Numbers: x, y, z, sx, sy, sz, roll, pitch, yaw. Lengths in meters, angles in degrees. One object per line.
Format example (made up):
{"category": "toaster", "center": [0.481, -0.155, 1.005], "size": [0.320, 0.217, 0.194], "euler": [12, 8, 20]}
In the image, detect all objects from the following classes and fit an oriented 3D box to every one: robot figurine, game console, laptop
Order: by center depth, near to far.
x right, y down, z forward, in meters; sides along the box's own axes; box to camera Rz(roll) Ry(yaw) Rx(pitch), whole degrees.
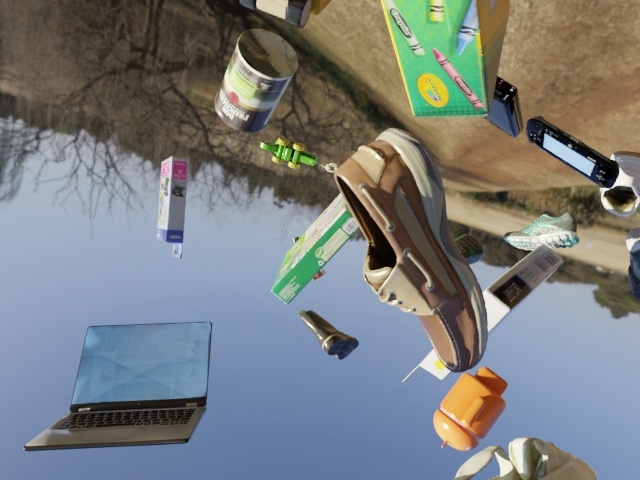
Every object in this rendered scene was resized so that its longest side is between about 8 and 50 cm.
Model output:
{"category": "game console", "center": [0.433, -0.226, 1.054], "size": [0.361, 0.044, 0.213], "euler": [42, -170, 25]}
{"category": "robot figurine", "center": [0.363, 0.415, 1.277], "size": [0.128, 0.219, 0.158], "euler": [42, 173, -20]}
{"category": "laptop", "center": [-0.511, 0.371, 1.415], "size": [0.382, 0.236, 0.408], "euler": [-2, 179, -3]}

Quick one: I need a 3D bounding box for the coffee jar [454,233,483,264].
{"category": "coffee jar", "center": [0.417, 0.045, 1.633], "size": [0.184, 0.079, 0.096], "euler": [-17, -126, -37]}

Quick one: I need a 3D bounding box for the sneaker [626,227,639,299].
{"category": "sneaker", "center": [0.772, 0.091, 1.175], "size": [0.101, 0.153, 0.268], "euler": [-11, -150, 14]}

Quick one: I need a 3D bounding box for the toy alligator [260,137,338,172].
{"category": "toy alligator", "center": [-0.049, -0.202, 1.241], "size": [0.190, 0.056, 0.051], "euler": [17, -155, -5]}

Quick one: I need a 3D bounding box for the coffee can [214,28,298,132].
{"category": "coffee can", "center": [-0.217, -0.520, 1.728], "size": [0.201, 0.201, 0.275], "euler": [13, 148, -21]}

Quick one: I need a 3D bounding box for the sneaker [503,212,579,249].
{"category": "sneaker", "center": [0.492, -0.022, 1.166], "size": [0.166, 0.076, 0.065], "euler": [-4, 154, 45]}

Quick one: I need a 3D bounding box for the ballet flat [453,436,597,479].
{"category": "ballet flat", "center": [0.351, 0.418, 0.918], "size": [0.400, 0.139, 0.139], "euler": [-3, -162, -36]}

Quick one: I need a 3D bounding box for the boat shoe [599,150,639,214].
{"category": "boat shoe", "center": [0.689, -0.104, 1.205], "size": [0.098, 0.096, 0.277], "euler": [13, 167, 32]}

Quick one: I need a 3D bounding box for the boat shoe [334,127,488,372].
{"category": "boat shoe", "center": [0.107, 0.030, 0.651], "size": [0.116, 0.324, 0.123], "euler": [-27, -167, -14]}

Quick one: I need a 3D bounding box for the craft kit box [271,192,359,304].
{"category": "craft kit box", "center": [0.000, 0.000, 1.209], "size": [0.061, 0.250, 0.246], "euler": [41, -164, -6]}

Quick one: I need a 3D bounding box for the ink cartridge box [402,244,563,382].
{"category": "ink cartridge box", "center": [0.342, 0.168, 1.099], "size": [0.072, 0.307, 0.303], "euler": [43, -141, 20]}

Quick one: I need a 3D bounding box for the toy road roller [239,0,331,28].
{"category": "toy road roller", "center": [-0.074, -0.787, 1.501], "size": [0.202, 0.240, 0.329], "euler": [24, -135, 5]}

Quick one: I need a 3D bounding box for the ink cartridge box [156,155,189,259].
{"category": "ink cartridge box", "center": [-0.468, -0.100, 1.645], "size": [0.065, 0.311, 0.186], "euler": [1, -178, -26]}

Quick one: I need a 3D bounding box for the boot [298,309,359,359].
{"category": "boot", "center": [0.026, 0.253, 1.453], "size": [0.137, 0.077, 0.198], "euler": [44, 178, 27]}

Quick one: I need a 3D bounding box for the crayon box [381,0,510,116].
{"category": "crayon box", "center": [0.108, -0.265, 0.457], "size": [0.081, 0.165, 0.278], "euler": [4, 150, 26]}

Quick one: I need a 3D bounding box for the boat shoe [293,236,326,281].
{"category": "boat shoe", "center": [-0.032, 0.044, 1.414], "size": [0.137, 0.043, 0.049], "euler": [62, -175, 23]}
